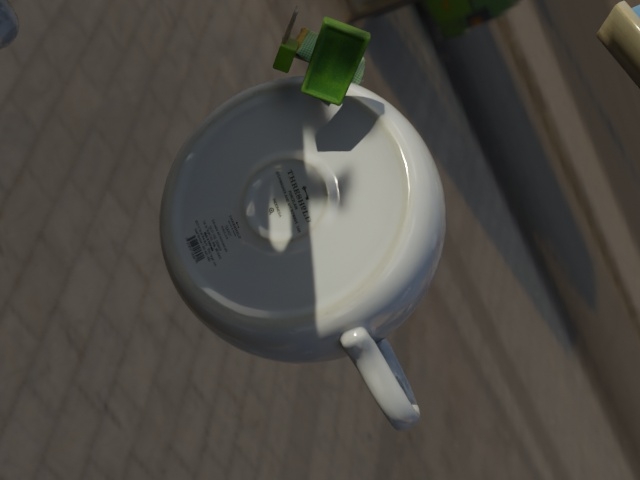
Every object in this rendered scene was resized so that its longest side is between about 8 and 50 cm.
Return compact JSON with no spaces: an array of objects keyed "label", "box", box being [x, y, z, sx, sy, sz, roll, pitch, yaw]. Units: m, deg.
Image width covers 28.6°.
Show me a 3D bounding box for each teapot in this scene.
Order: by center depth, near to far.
[{"label":"teapot","box":[0.000,0.000,1.059,0.256,0.252,0.187,-69,158,-12]}]

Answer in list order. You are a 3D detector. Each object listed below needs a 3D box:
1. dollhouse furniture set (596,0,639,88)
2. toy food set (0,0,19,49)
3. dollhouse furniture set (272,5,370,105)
[{"label":"dollhouse furniture set","box":[0.431,-0.211,1.052,0.286,0.198,0.303,56,-27,18]},{"label":"toy food set","box":[-0.185,-0.233,0.778,0.092,0.306,0.220,24,48,-31]},{"label":"dollhouse furniture set","box":[0.008,-0.159,1.000,0.152,0.076,0.059,-84,-165,-69]}]
